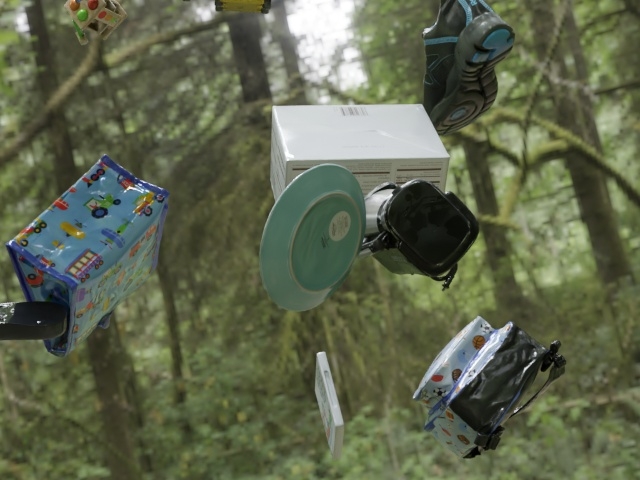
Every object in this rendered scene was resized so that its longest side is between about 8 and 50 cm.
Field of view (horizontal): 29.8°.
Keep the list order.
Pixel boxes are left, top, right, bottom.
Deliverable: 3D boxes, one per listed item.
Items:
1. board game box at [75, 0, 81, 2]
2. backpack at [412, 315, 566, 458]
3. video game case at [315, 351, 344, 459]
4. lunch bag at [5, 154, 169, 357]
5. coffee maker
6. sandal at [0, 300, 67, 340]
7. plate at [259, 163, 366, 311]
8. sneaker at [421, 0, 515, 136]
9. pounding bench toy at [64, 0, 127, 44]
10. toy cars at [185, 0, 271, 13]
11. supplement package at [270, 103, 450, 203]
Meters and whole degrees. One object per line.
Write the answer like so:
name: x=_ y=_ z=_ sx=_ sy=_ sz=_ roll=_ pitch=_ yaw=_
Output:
board game box: x=-0.355 y=-0.404 z=1.506 sx=0.035 sy=0.136 sz=0.201 roll=-38 pitch=-22 yaw=-11
backpack: x=0.301 y=0.297 z=2.333 sx=0.276 sy=0.213 sz=0.263 roll=-42 pitch=-18 yaw=-29
video game case: x=0.015 y=0.294 z=2.122 sx=0.019 sy=0.143 sz=0.157 roll=-11 pitch=-30 yaw=-8
lunch bag: x=-0.349 y=0.052 z=1.890 sx=0.221 sy=0.138 sz=0.293 roll=-48 pitch=-21 yaw=-31
coffee maker: x=0.141 y=-0.008 z=1.603 sx=0.171 sy=0.120 sz=0.178 roll=22 pitch=-4 yaw=-12
sandal: x=-0.487 y=0.105 z=1.687 sx=0.255 sy=0.054 sz=0.097 roll=-5 pitch=28 yaw=-19
plate: x=0.000 y=0.000 z=1.459 sx=0.024 sy=0.188 sz=0.188 roll=21 pitch=20 yaw=40
sneaker: x=0.237 y=-0.305 z=2.083 sx=0.125 sy=0.139 sz=0.340 roll=-21 pitch=-23 yaw=-23
pounding bench toy: x=-0.335 y=-0.321 z=1.726 sx=0.083 sy=0.052 sz=0.065 roll=-44 pitch=-22 yaw=14
toy cars: x=-0.206 y=-0.460 z=2.116 sx=0.177 sy=0.087 sz=0.394 roll=6 pitch=6 yaw=36
supplement package: x=0.057 y=-0.119 z=1.987 sx=0.262 sy=0.145 sz=0.204 roll=-1 pitch=31 yaw=-9
